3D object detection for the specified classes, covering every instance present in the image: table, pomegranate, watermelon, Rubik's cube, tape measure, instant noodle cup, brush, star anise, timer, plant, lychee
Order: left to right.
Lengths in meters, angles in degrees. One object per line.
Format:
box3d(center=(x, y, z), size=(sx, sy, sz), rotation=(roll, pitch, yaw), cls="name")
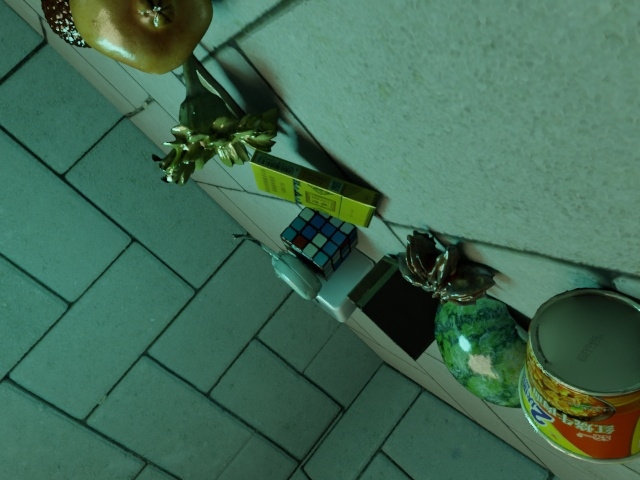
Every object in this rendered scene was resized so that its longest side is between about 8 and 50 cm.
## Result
box3d(center=(-0.459, -0.476, 0.961), size=(0.194, 0.194, 0.194), rotation=(39, 169, 9), cls="lychee")
box3d(center=(-0.278, -0.363, 0.735), size=(0.209, 0.209, 0.209), rotation=(39, 169, 9), cls="pomegranate")
box3d(center=(-0.254, -0.233, 0.992), size=(0.305, 0.261, 0.297), rotation=(1, 138, 49), cls="plant")
box3d(center=(-0.273, -0.355, 1.119), size=(0.327, 0.065, 0.070), rotation=(50, 168, -34), cls="brush")
box3d(center=(-0.099, 0.053, 1.274), size=(0.164, 0.084, 0.330), rotation=(29, 166, 37), cls="tape measure")
box3d(center=(0.000, 0.000, 1.354), size=(0.154, 0.151, 0.155), rotation=(38, 168, 15), cls="Rubik's cube")
box3d(center=(0.050, 0.121, 1.540), size=(0.194, 0.192, 0.195), rotation=(36, 168, 21), cls="timer")
box3d(center=(0.205, 0.158, 1.218), size=(0.193, 0.172, 0.169), rotation=(44, 177, -9), cls="table")
box3d(center=(0.248, 0.067, 0.975), size=(0.229, 0.093, 0.236), rotation=(26, 166, 34), cls="star anise")
box3d(center=(0.376, 0.228, 1.059), size=(0.305, 0.180, 0.224), rotation=(42, 125, 12), cls="watermelon")
box3d(center=(0.387, 0.181, 0.684), size=(0.213, 0.213, 0.174), rotation=(29, 156, 44), cls="instant noodle cup")

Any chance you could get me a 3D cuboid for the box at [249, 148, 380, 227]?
box3d(center=(-0.013, -0.109, 1.047), size=(0.278, 0.041, 0.153), rotation=(21, 165, 5), cls="box")
